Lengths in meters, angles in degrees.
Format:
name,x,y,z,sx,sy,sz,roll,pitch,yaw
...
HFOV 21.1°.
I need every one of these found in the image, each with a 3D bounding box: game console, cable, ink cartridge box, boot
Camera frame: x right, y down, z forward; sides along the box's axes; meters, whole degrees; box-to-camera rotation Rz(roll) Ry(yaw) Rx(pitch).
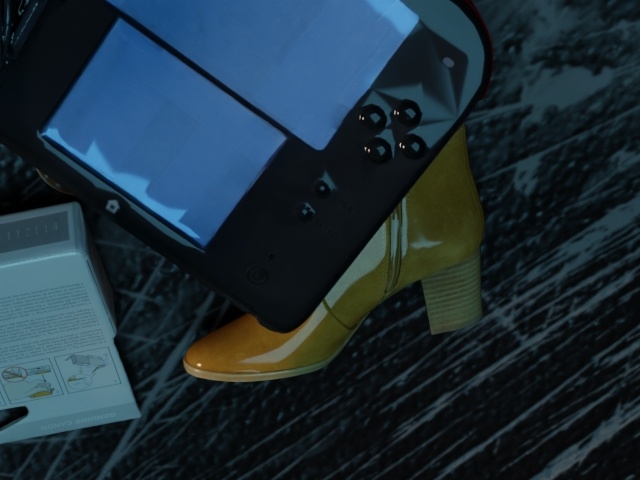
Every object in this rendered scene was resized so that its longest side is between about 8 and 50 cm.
name,x,y,z,sx,sy,sz,roll,pitch,yaw
game console,-0.089,-0.146,1.418,0.386,0.060,0.342,36,109,-5
cable,-0.301,-0.194,1.394,0.150,0.047,0.184,39,114,10
ink cartridge box,-0.332,0.093,1.567,0.296,0.066,0.261,-11,142,0
boot,0.001,0.000,1.544,0.295,0.104,0.211,-13,113,-3

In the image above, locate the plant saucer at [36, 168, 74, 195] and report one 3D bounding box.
name,x,y,z,sx,sy,sz,roll,pitch,yaw
plant saucer,-0.212,-0.079,1.516,0.083,0.013,0.083,-3,119,-5
